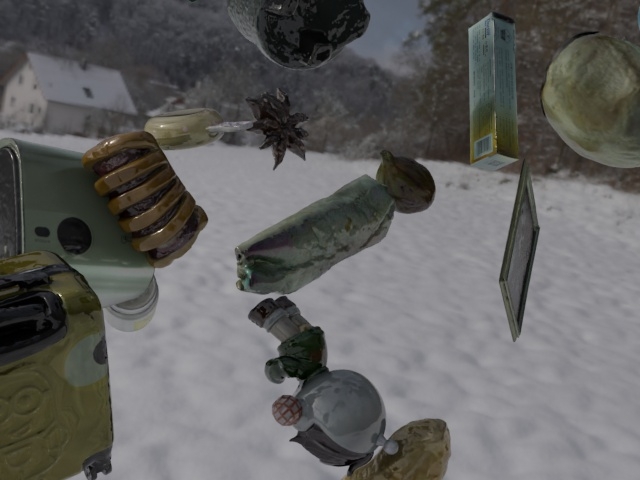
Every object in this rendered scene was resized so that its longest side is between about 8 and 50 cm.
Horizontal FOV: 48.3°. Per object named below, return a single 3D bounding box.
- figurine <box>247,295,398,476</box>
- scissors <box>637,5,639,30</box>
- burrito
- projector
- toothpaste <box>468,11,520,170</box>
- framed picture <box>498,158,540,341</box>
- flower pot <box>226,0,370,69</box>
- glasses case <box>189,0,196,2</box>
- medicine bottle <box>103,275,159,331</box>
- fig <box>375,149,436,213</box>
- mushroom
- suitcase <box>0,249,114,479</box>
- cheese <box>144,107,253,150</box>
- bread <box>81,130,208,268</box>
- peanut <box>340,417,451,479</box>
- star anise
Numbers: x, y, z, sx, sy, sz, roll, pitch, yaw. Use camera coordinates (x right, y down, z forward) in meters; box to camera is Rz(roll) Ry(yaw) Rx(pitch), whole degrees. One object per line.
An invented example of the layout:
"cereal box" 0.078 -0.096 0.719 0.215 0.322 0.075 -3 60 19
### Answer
"figurine" -0.003 0.270 1.352 0.370 0.167 0.281 55 21 18
"scissors" 0.530 -0.527 1.272 0.447 0.193 0.029 34 18 -6
"burrito" 0.002 -0.002 0.864 0.066 0.096 0.309 15 26 31
"projector" -0.458 -0.015 1.227 0.248 0.249 0.249 -17 -16 38
"toothpaste" 0.346 -0.302 1.442 0.071 0.313 0.089 9 -16 -25
"framed picture" 0.403 0.022 1.423 0.019 0.296 0.232 4 -33 26
"flower pot" -0.033 -0.531 1.596 0.299 0.299 0.283 6 22 -35
"glasses case" -0.204 -0.523 1.300 0.077 0.184 0.039 33 34 -33
"medicine bottle" -0.481 0.142 1.800 0.143 0.144 0.258 11 -20 -11
"fig" 0.153 -0.118 1.346 0.109 0.155 0.103 -25 43 6
"mushroom" 0.519 -0.228 1.248 0.267 0.189 0.164 54 5 -24
"suitcase" -0.299 0.130 0.646 0.193 0.235 0.143 -16 33 -35
"cheese" -0.221 -0.208 1.320 0.227 0.065 0.137 5 25 34
"bread" -0.282 -0.067 1.150 0.134 0.225 0.081 -28 14 16
"peanut" 0.142 0.477 1.422 0.140 0.325 0.153 46 11 13
"star anise" -0.085 -0.257 1.614 0.065 0.183 0.195 -17 11 44
